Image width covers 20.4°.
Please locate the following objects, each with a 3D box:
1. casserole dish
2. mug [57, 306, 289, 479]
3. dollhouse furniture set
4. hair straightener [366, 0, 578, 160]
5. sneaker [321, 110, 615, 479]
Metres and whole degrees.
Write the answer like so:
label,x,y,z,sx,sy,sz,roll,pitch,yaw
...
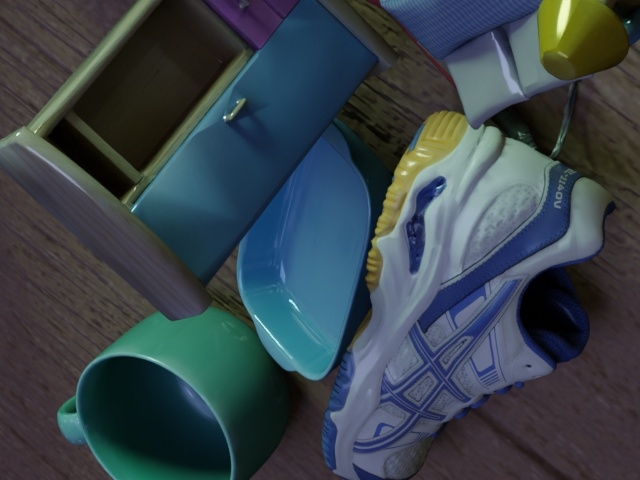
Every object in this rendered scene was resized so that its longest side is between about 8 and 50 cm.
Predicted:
label,x,y,z,sx,sy,sz,roll,pitch,yaw
casserole dish,0.000,0.000,1.108,0.114,0.037,0.188,47,137,36
mug,-0.097,0.103,1.216,0.158,0.097,0.129,27,129,20
dollhouse furniture set,-0.037,-0.126,0.848,0.286,0.198,0.303,43,154,-16
hair straightener,0.069,-0.142,0.989,0.230,0.047,0.089,52,133,-3
sneaker,0.086,0.064,1.052,0.131,0.112,0.296,21,138,8
